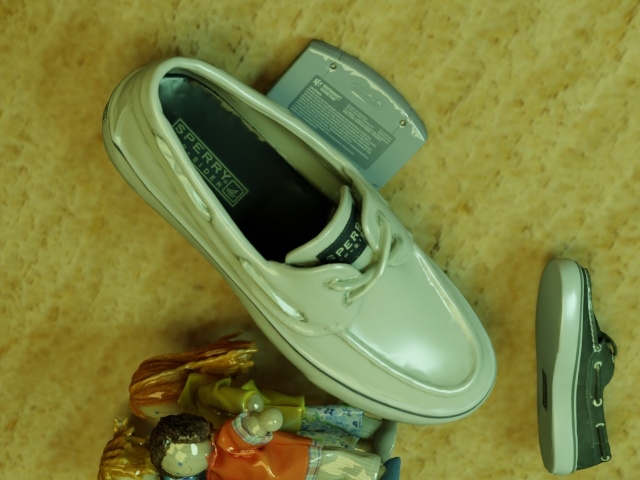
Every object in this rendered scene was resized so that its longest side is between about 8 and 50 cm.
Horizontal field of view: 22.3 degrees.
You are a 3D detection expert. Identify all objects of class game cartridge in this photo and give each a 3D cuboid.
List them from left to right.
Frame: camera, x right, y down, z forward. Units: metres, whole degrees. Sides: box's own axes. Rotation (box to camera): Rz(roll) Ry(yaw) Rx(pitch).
[{"bbox_3d":[0.015,-0.069,0.884,0.083,0.017,0.056,39,123,-11],"label":"game cartridge"}]

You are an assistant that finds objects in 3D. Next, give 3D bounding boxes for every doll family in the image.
[{"bbox_3d":[-0.051,0.141,0.979,0.163,0.118,0.263,14,140,-4],"label":"doll family"}]

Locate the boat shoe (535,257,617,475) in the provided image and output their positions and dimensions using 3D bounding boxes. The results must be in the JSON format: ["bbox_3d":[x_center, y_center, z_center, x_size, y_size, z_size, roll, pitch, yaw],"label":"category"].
[{"bbox_3d":[0.146,0.071,0.923,0.040,0.049,0.142,-7,121,-6],"label":"boat shoe"}]

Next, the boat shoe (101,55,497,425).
[{"bbox_3d":[0.000,0.000,0.869,0.267,0.096,0.088,47,161,-9],"label":"boat shoe"}]
